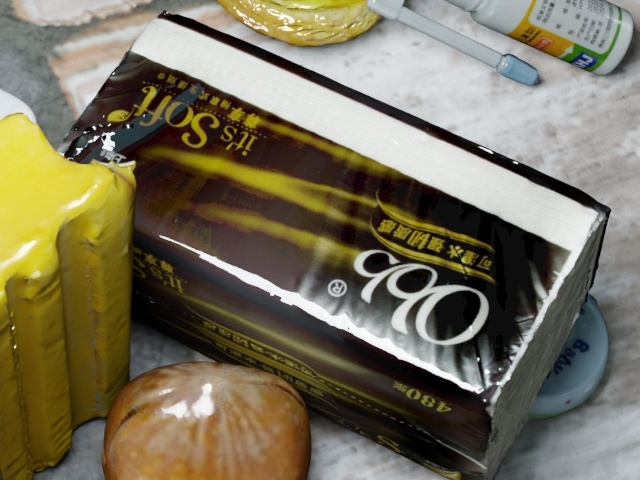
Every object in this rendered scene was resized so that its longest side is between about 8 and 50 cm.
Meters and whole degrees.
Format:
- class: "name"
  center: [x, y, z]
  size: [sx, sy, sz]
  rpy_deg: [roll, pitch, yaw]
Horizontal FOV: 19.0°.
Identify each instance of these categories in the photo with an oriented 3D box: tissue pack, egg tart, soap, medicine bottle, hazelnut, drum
- class: "tissue pack"
  center: [0.000, 0.000, 1.381]
  size: [0.370, 0.210, 0.198]
  rpy_deg: [26, 72, 15]
- class: "egg tart"
  center: [-0.018, -0.239, 1.600]
  size: [0.191, 0.074, 0.191]
  rpy_deg: [4, 65, -8]
- class: "soap"
  center: [-0.224, 0.074, 1.281]
  size: [0.096, 0.324, 0.204]
  rpy_deg: [38, 63, 16]
- class: "medicine bottle"
  center: [0.146, -0.188, 1.582]
  size: [0.221, 0.061, 0.092]
  rpy_deg: [22, 87, -18]
- class: "hazelnut"
  center: [-0.081, 0.144, 1.364]
  size: [0.150, 0.150, 0.150]
  rpy_deg: [3, 64, -7]
- class: "drum"
  center: [0.131, 0.025, 1.507]
  size: [0.130, 0.049, 0.253]
  rpy_deg: [-26, 71, -19]

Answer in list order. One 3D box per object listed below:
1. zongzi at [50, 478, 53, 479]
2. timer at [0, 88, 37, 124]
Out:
- class: "zongzi"
  center: [-0.101, 0.241, 1.363]
  size: [0.189, 0.081, 0.178]
  rpy_deg: [1, 47, -18]
- class: "timer"
  center: [-0.333, -0.024, 1.379]
  size: [0.194, 0.192, 0.195]
  rpy_deg: [27, 64, 5]
